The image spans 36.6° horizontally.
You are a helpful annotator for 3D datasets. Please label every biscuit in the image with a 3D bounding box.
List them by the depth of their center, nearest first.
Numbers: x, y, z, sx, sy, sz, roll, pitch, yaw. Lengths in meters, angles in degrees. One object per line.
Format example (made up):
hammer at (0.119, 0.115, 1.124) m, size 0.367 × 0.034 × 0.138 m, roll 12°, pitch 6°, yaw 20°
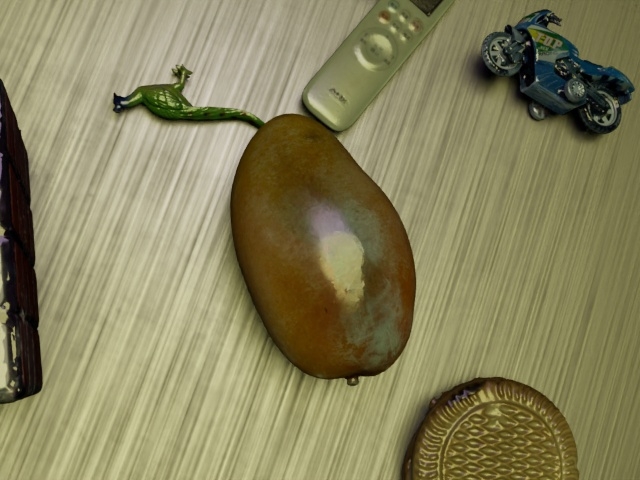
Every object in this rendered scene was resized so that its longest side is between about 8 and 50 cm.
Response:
biscuit at (0.231, 0.315, 1.310) m, size 0.259 × 0.079 × 0.259 m, roll 2°, pitch 81°, yaw -11°

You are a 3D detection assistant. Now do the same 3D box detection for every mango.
mango at (0.000, 0.000, 1.258) m, size 0.221 × 0.199 × 0.384 m, roll -14°, pitch 72°, yaw -6°

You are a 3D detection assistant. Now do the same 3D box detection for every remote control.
remote control at (0.089, -0.284, 1.395) m, size 0.090 × 0.038 × 0.309 m, roll 41°, pitch 75°, yaw -3°

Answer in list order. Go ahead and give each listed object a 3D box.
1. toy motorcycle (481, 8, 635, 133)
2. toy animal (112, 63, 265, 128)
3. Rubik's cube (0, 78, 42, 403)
toy motorcycle at (0.351, -0.254, 1.421) m, size 0.254 × 0.092 × 0.135 m, roll 28°, pitch 68°, yaw -15°
toy animal at (-0.173, -0.199, 1.328) m, size 0.217 × 0.041 × 0.075 m, roll 5°, pitch 82°, yaw -15°
Rubik's cube at (-0.496, 0.026, 1.072) m, size 0.337 × 0.344 × 0.344 m, roll -4°, pitch 81°, yaw -12°
